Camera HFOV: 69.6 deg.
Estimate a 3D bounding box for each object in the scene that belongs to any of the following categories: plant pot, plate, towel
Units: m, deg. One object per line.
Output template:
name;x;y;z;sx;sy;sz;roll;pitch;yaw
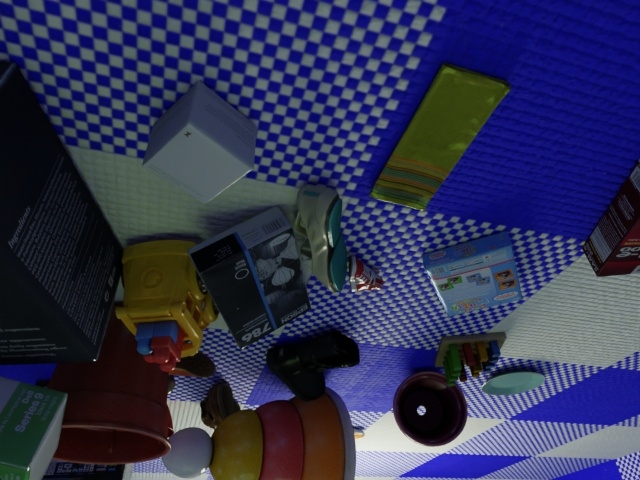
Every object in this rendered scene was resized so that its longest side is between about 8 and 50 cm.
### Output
plant pot;-0.433;0.290;0.955;0.272;0.265;0.272;-3;142;-2
plate;0.581;0.427;1.397;0.188;0.024;0.188;-2;143;-1
plant pot;0.309;0.490;1.340;0.201;0.201;0.180;-6;157;3
towel;0.160;-0.133;0.657;0.102;0.021;0.237;9;140;-16

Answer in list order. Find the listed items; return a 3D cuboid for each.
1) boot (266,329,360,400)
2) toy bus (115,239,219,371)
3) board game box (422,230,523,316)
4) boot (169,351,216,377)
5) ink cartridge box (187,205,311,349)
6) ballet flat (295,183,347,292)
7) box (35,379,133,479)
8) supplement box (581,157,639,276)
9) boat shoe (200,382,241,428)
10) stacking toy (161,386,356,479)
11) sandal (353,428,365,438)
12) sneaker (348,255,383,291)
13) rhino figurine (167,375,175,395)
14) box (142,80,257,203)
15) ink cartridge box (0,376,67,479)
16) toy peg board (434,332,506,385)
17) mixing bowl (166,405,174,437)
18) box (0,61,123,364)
boot;0.011;0.321;1.162;0.207;0.094;0.246;-18;134;24
toy bus;-0.262;0.137;0.819;0.149;0.211;0.220;-6;143;1
board game box;0.308;0.075;0.917;0.160;0.039;0.211;-17;139;17
boot;-0.347;0.318;1.169;0.157;0.059;0.085;19;140;-14
ink cartridge box;-0.109;0.096;0.845;0.165;0.065;0.333;-29;145;-14
ballet flat;0.000;0.000;0.781;0.086;0.086;0.248;-4;140;1
box;-0.629;0.510;1.198;0.295;0.293;0.073;-1;140;-3
supplement box;0.556;-0.036;0.767;0.130;0.073;0.239;-5;143;2
boat shoe;-0.308;0.513;1.372;0.104;0.111;0.307;-3;142;-2
stacking toy;-0.177;0.566;1.228;0.479;0.351;0.351;10;140;-23
sandal;0.039;0.772;1.753;0.265;0.076;0.102;-6;142;3
sneaker;0.088;0.063;0.883;0.067;0.042;0.118;-2;150;5
rhino figurine;-0.489;0.355;1.190;0.243;0.073;0.106;28;136;-32
box;-0.152;-0.123;0.593;0.102;0.087;0.101;-30;134;30
ink cartridge box;-0.547;0.278;0.664;0.289;0.122;0.211;22;129;-14
toy peg board;0.392;0.316;1.197;0.160;0.079;0.161;-4;142;2
mixing bowl;-0.527;0.527;1.383;0.181;0.098;0.181;-3;142;-2
box;-0.492;-0.006;0.618;0.293;0.212;0.395;-1;143;-2
